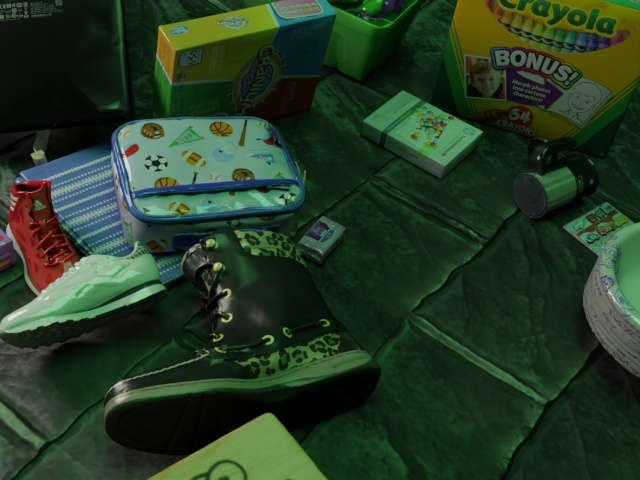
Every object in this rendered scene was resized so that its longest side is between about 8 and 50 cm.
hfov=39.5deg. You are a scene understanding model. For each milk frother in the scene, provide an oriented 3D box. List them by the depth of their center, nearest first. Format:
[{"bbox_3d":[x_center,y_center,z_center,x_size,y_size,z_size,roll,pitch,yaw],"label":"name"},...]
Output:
[{"bbox_3d":[0.403,-0.120,1.626,0.135,0.129,0.143,-20,9,-28],"label":"milk frother"}]

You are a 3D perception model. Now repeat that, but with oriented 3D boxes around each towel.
[{"bbox_3d":[-0.307,-0.046,1.455,0.243,0.040,0.336,-29,58,-36],"label":"towel"}]

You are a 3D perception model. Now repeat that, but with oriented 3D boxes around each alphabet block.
[{"bbox_3d":[-0.090,0.344,0.978,0.197,0.193,0.192,-25,56,-31],"label":"alphabet block"}]

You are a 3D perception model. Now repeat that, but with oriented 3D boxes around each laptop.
[{"bbox_3d":[-0.526,-0.371,1.595,0.382,0.236,0.407,-6,86,-4],"label":"laptop"}]

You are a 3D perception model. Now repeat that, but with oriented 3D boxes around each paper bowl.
[{"bbox_3d":[0.544,0.114,1.362,0.284,0.148,0.284,6,45,-6],"label":"paper bowl"}]

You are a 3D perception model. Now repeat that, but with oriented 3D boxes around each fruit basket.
[{"bbox_3d":[0.019,-0.546,1.784,0.392,0.392,0.283,28,47,17],"label":"fruit basket"}]

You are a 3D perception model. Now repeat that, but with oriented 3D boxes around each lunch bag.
[{"bbox_3d":[-0.175,-0.090,1.429,0.304,0.115,0.243,-6,49,-20],"label":"lunch bag"}]

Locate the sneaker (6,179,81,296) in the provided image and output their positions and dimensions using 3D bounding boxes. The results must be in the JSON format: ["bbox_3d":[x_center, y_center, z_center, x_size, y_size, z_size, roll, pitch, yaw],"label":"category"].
[{"bbox_3d":[-0.409,-0.004,1.318,0.087,0.128,0.221,-28,55,-33],"label":"sneaker"}]

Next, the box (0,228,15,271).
[{"bbox_3d":[-0.628,0.026,1.297,0.201,0.057,0.293,38,50,24],"label":"box"}]

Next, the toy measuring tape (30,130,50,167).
[{"bbox_3d":[-0.425,-0.256,1.593,0.121,0.121,0.330,6,53,-5],"label":"toy measuring tape"}]

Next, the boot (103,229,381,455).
[{"bbox_3d":[-0.134,0.127,1.229,0.378,0.138,0.284,-9,48,-24],"label":"boot"}]

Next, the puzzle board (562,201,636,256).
[{"bbox_3d":[0.508,-0.019,1.590,0.128,0.011,0.096,-26,54,-31],"label":"puzzle board"}]

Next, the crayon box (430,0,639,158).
[{"bbox_3d":[0.422,-0.353,1.696,0.363,0.313,0.106,17,44,7],"label":"crayon box"}]

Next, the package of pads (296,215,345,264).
[{"bbox_3d":[0.000,0.000,1.460,0.050,0.032,0.083,27,46,15],"label":"package of pads"}]

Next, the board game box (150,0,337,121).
[{"bbox_3d":[-0.140,-0.299,1.587,0.317,0.242,0.064,-21,60,-28],"label":"board game box"}]

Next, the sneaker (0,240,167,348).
[{"bbox_3d":[-0.339,0.078,1.253,0.235,0.090,0.094,-19,76,-26],"label":"sneaker"}]

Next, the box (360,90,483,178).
[{"bbox_3d":[0.192,-0.204,1.700,0.186,0.038,0.145,33,49,20],"label":"box"}]
